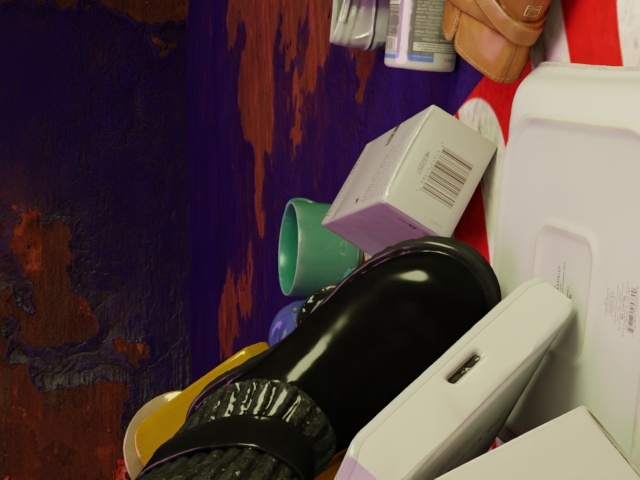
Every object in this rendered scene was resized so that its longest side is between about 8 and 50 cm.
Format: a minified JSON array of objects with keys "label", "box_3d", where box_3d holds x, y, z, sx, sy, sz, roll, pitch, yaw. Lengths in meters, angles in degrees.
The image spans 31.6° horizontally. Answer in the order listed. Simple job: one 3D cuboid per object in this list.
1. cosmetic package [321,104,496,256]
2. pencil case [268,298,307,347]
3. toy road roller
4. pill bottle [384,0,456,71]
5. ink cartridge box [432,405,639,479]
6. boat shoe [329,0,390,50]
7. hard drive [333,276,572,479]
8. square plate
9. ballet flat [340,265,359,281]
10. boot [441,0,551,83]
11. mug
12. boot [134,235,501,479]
[{"label":"cosmetic package","box_3d":[0.086,-0.055,1.193,0.117,0.085,0.231,-61,12,-13]},{"label":"pencil case","box_3d":[0.017,0.192,1.435,0.306,0.119,0.133,-118,22,-62]},{"label":"toy road roller","box_3d":[-0.013,0.216,1.182,0.241,0.329,0.202,57,176,13]},{"label":"pill bottle","box_3d":[0.112,-0.252,1.208,0.078,0.078,0.137,-139,53,-72]},{"label":"ink cartridge box","box_3d":[0.098,0.277,0.792,0.131,0.226,0.306,54,152,30]},{"label":"boat shoe","box_3d":[0.047,-0.375,1.462,0.095,0.084,0.258,147,123,-73]},{"label":"hard drive","box_3d":[0.064,0.206,0.895,0.047,0.233,0.353,38,139,19]},{"label":"square plate","box_3d":[0.204,0.037,0.869,0.344,0.049,0.347,-147,60,-74]},{"label":"ballet flat","box_3d":[0.077,0.050,1.311,0.247,0.083,0.087,167,123,-73]},{"label":"boot","box_3d":[0.158,-0.299,1.035,0.283,0.109,0.220,-114,24,-44]},{"label":"mug","box_3d":[0.002,0.001,1.557,0.129,0.097,0.158,128,143,-67]},{"label":"boot","box_3d":[-0.011,0.146,0.911,0.348,0.131,0.260,-39,2,20]}]
